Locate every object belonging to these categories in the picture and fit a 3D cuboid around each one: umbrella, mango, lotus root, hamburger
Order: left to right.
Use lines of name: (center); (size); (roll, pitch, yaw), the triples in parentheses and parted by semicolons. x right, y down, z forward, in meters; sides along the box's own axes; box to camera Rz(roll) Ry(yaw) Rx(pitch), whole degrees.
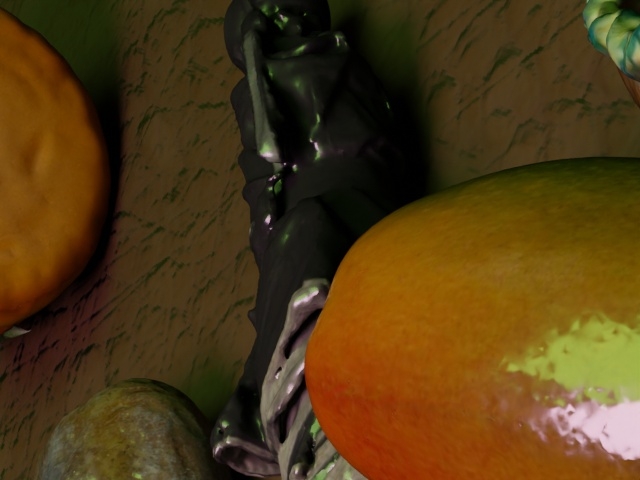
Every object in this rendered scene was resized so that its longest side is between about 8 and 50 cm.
hamburger: (-0.261, -0.035, 1.049); (0.170, 0.246, 0.246); (-32, 49, 46)
lotus root: (-0.090, 0.158, 0.826); (0.113, 0.088, 0.192); (-37, 45, 30)
umbrella: (-0.005, 0.003, 0.768); (0.113, 0.106, 0.358); (-49, 38, 34)
mango: (0.120, 0.040, 0.538); (0.289, 0.129, 0.146); (0, 35, 48)

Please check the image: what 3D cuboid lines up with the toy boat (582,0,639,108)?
toy boat: (0.142, -0.070, 0.507); (0.293, 0.108, 0.099); (-34, -64, -86)
